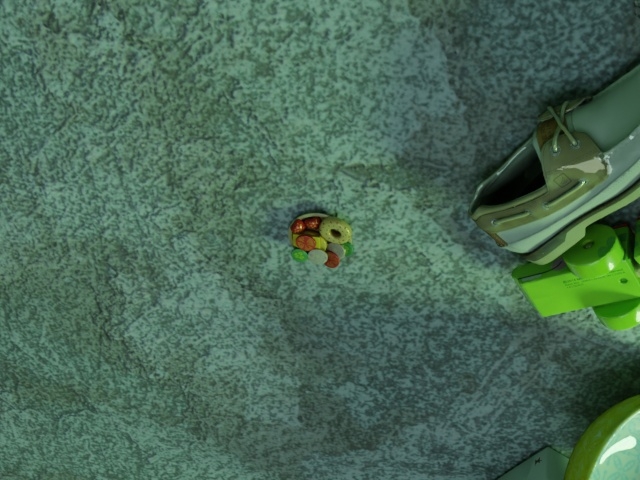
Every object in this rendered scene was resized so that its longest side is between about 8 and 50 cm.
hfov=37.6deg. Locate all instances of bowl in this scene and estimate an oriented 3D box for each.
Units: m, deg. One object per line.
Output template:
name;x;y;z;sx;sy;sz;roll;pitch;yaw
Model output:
bowl;0.424;0.325;1.229;0.289;0.289;0.156;34;172;-16

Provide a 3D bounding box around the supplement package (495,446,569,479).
supplement package;0.367;0.476;1.369;0.263;0.199;0.198;31;132;-13

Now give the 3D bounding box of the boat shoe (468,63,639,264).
boat shoe;0.264;-0.087;0.959;0.103;0.113;0.302;23;133;-14

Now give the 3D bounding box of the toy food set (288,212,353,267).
toy food set;0.000;0.000;1.166;0.083;0.020;0.082;6;132;9

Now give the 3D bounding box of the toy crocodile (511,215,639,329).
toy crocodile;0.374;0.009;1.034;0.341;0.105;0.115;-22;122;35
